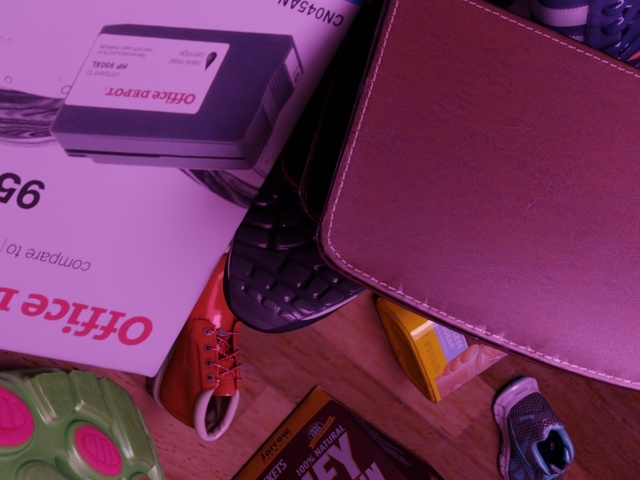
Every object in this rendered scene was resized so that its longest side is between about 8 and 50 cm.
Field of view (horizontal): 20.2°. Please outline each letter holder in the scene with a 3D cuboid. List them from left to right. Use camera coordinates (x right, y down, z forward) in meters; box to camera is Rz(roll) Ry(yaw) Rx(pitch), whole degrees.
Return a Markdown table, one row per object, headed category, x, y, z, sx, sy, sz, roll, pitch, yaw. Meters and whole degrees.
| category | x | y | z | sx | sy | sz | roll | pitch | yaw |
| --- | --- | --- | --- | --- | --- | --- | --- | --- | --- |
| letter holder | 0.130 | -0.016 | 1.218 | 0.302 | 0.152 | 0.214 | 20 | 74 | -16 |

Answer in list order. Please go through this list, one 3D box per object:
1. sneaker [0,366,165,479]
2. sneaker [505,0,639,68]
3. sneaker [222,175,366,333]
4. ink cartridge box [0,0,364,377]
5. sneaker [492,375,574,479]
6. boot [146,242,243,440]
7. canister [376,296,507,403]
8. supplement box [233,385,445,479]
| category | x | y | z | sx | sy | sz | roll | pitch | yaw |
| --- | --- | --- | --- | --- | --- | --- | --- | --- | --- |
| sneaker | -0.273 | 0.187 | 1.321 | 0.202 | 0.185 | 0.483 | -18 | 154 | 26 |
| sneaker | 0.217 | -0.154 | 1.319 | 0.131 | 0.148 | 0.350 | -28 | 167 | -14 |
| sneaker | 0.000 | 0.000 | 1.326 | 0.124 | 0.107 | 0.283 | -59 | 177 | 40 |
| ink cartridge box | -0.159 | -0.129 | 1.150 | 0.285 | 0.166 | 0.395 | 15 | 111 | -42 |
| sneaker | 0.214 | 0.210 | 1.742 | 0.065 | 0.076 | 0.166 | -33 | 135 | -12 |
| boot | -0.082 | 0.081 | 1.422 | 0.059 | 0.084 | 0.157 | 0 | 119 | -35 |
| canister | 0.142 | 0.053 | 1.578 | 0.170 | 0.073 | 0.126 | -33 | 135 | -11 |
| supplement box | 0.056 | 0.262 | 1.575 | 0.129 | 0.194 | 0.191 | -48 | 136 | 3 |
